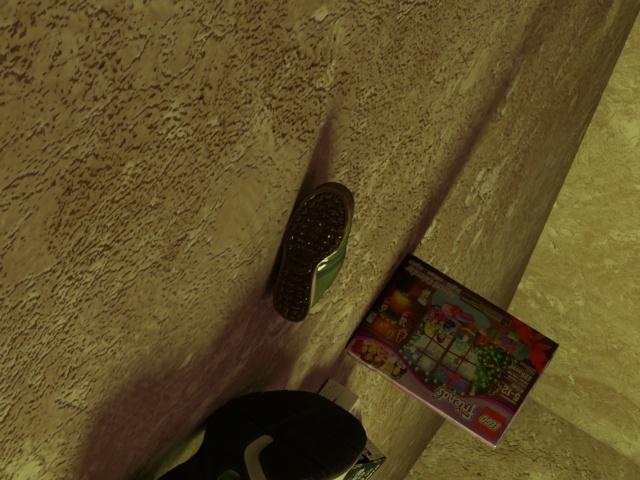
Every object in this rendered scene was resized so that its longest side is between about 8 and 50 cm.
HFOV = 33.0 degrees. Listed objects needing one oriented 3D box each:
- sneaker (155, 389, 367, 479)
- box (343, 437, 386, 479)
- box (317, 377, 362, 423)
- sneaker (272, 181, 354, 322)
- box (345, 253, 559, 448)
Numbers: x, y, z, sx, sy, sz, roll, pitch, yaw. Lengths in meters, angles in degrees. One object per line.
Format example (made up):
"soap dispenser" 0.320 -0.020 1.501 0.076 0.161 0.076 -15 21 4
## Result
"sneaker" -0.116 0.364 1.338 0.447 0.169 0.257 -27 142 -55
"box" -0.039 0.454 1.812 0.295 0.073 0.293 -48 161 6
"box" 0.032 0.330 1.934 0.067 0.063 0.324 -53 163 -18
"sneaker" 0.000 0.000 1.239 0.086 0.064 0.192 -50 164 -53
"box" 0.218 0.182 1.795 0.201 0.293 0.057 -56 166 -10
